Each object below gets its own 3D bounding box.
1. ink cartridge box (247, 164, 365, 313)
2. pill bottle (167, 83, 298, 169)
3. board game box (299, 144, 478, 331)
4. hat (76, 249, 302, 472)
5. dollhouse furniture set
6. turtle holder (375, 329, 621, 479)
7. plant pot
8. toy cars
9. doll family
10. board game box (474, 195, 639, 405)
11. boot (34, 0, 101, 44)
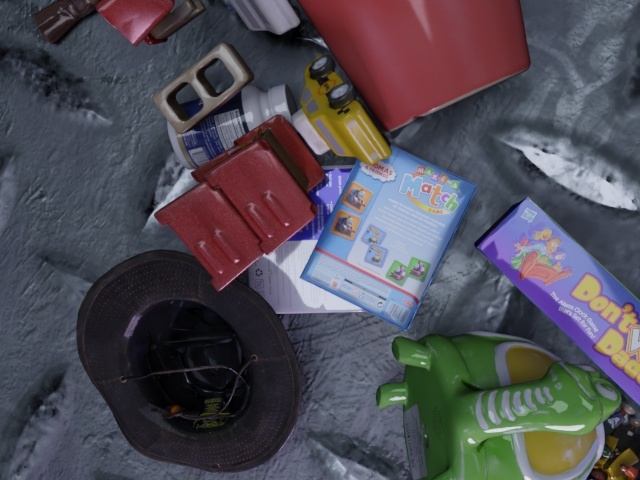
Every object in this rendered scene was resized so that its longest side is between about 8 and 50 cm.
[{"bbox_3d":[0.000,0.000,0.988,0.208,0.045,0.207,-2,91,9],"label":"ink cartridge box"},{"bbox_3d":[-0.119,-0.163,0.987,0.169,0.094,0.094,-13,88,9],"label":"pill bottle"},{"bbox_3d":[0.089,-0.011,0.935,0.160,0.039,0.212,26,94,6],"label":"board game box"},{"bbox_3d":[-0.163,0.151,0.981,0.331,0.134,0.332,5,111,12],"label":"hat"},{"bbox_3d":[-0.160,-0.156,0.837,0.152,0.201,0.374,-34,102,13],"label":"dollhouse furniture set"},{"bbox_3d":[0.205,0.203,0.831,0.227,0.243,0.320,-3,128,-8],"label":"turtle holder"},{"bbox_3d":[0.121,-0.282,0.868,0.274,0.275,0.243,-23,96,11],"label":"plant pot"},{"bbox_3d":[-0.041,-0.240,0.910,0.087,0.176,0.394,-34,77,7],"label":"toy cars"},{"bbox_3d":[0.395,0.292,0.882,0.111,0.076,0.193,-43,53,-10],"label":"doll family"},{"bbox_3d":[0.334,0.100,0.827,0.347,0.233,0.078,45,99,7],"label":"board game box"},{"bbox_3d":[-0.400,-0.369,1.075,0.114,0.037,0.106,-32,82,15],"label":"boot"}]
